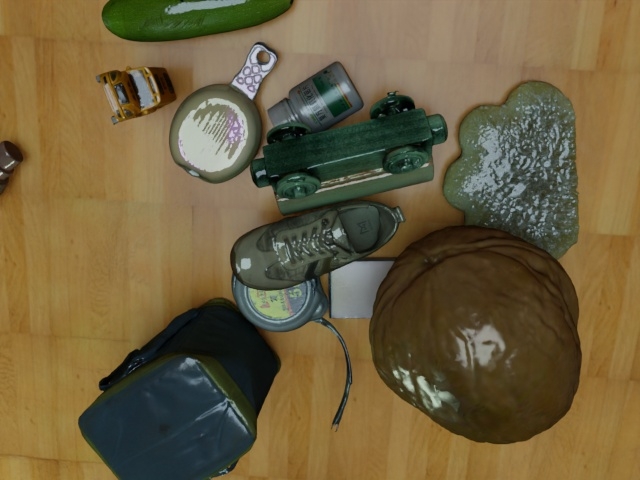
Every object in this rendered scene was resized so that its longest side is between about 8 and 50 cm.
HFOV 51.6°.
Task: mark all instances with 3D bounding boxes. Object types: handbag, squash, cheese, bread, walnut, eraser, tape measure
[{"bbox_3d":[-0.209,0.241,1.041,0.263,0.241,0.222,-37,100,11],"label":"handbag"},{"bbox_3d":[-0.178,-0.339,0.960,0.292,0.082,0.082,-6,105,5],"label":"squash"},{"bbox_3d":[-0.138,-0.196,1.007,0.137,0.064,0.227,32,106,-9],"label":"cheese"},{"bbox_3d":[0.292,-0.091,1.017,0.207,0.056,0.286,-11,103,4],"label":"bread"},{"bbox_3d":[0.226,0.136,0.950,0.333,0.333,0.333,1,105,3],"label":"walnut"},{"bbox_3d":[0.089,0.078,1.090,0.150,0.023,0.104,0,106,3],"label":"eraser"},{"bbox_3d":[-0.043,0.150,1.080,0.164,0.084,0.330,-11,100,8],"label":"tape measure"}]

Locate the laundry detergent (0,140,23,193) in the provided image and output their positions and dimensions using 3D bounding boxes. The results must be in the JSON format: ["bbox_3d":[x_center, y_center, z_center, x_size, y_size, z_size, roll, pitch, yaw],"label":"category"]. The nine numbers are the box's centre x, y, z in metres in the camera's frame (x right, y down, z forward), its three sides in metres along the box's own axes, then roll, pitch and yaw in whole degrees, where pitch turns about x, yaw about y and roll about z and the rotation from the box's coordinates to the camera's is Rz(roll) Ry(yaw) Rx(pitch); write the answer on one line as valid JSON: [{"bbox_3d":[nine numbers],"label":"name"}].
[{"bbox_3d":[-0.603,-0.111,1.051,0.237,0.076,0.171,-33,101,11],"label":"laundry detergent"}]

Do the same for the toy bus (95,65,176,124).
[{"bbox_3d":[-0.262,-0.216,0.958,0.074,0.162,0.069,-17,104,5],"label":"toy bus"}]

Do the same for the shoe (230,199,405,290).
[{"bbox_3d":[0.000,0.000,0.979,0.275,0.098,0.103,-21,91,-22],"label":"shoe"}]

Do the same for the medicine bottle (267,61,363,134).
[{"bbox_3d":[-0.008,-0.201,0.988,0.130,0.080,0.080,-30,102,10],"label":"medicine bottle"}]

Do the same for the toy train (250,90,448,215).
[{"bbox_3d":[0.044,-0.112,0.974,0.285,0.177,0.116,-14,69,2],"label":"toy train"}]
